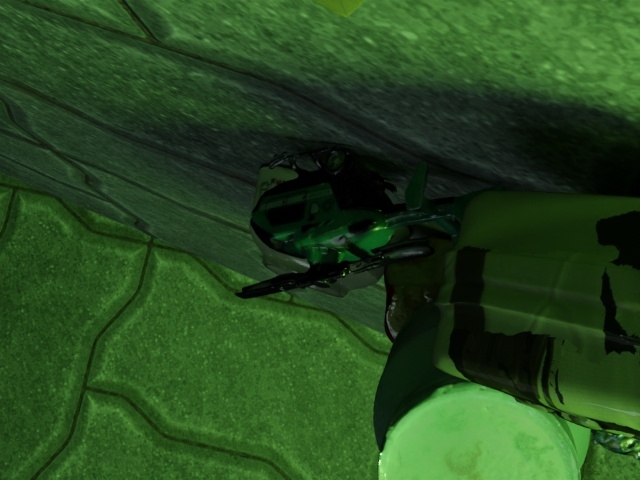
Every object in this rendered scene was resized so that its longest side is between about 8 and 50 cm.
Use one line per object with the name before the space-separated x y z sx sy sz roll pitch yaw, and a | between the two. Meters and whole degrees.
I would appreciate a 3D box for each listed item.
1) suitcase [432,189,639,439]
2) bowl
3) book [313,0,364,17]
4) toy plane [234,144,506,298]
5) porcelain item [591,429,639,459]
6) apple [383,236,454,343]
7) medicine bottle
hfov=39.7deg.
suitcase | 0.304 0.073 0.702 0.351 0.194 0.339 20 172 -42
bowl | 0.000 0.000 1.246 0.238 0.126 0.238 21 171 3
book | -0.014 -0.196 0.470 0.161 0.026 0.231 27 170 -14
toy plane | 0.041 -0.019 0.973 0.382 0.155 0.106 -7 152 39
porcelain item | 0.417 0.186 1.092 0.138 0.186 0.288 15 169 35
apple | 0.163 0.076 1.183 0.158 0.156 0.147 -1 164 4
medicine bottle | 0.178 0.203 0.984 0.245 0.245 0.290 23 -165 5
